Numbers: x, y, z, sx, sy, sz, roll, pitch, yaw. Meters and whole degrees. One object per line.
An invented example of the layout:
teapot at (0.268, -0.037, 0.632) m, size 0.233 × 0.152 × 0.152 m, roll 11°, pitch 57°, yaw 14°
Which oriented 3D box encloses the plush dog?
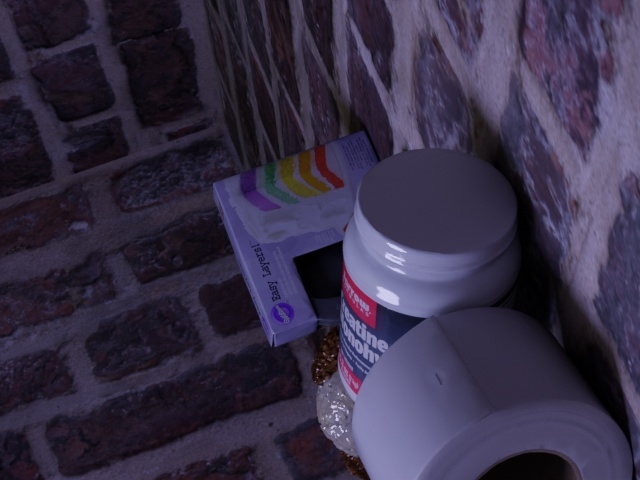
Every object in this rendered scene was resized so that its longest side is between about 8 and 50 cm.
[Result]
plush dog at (0.104, 0.213, 2.282) m, size 0.210 × 0.225 × 0.263 m, roll -166°, pitch 57°, yaw -82°

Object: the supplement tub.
supplement tub at (0.117, 0.056, 1.825) m, size 0.191 × 0.191 × 0.272 m, roll -116°, pitch 20°, yaw -44°

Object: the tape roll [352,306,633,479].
tape roll at (0.171, 0.213, 1.707) m, size 0.169 × 0.246 × 0.246 m, roll -119°, pitch 12°, yaw -54°

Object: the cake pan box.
cake pan box at (0.000, 0.000, 2.437) m, size 0.070 × 0.245 × 0.267 m, roll 88°, pitch 161°, yaw -69°
